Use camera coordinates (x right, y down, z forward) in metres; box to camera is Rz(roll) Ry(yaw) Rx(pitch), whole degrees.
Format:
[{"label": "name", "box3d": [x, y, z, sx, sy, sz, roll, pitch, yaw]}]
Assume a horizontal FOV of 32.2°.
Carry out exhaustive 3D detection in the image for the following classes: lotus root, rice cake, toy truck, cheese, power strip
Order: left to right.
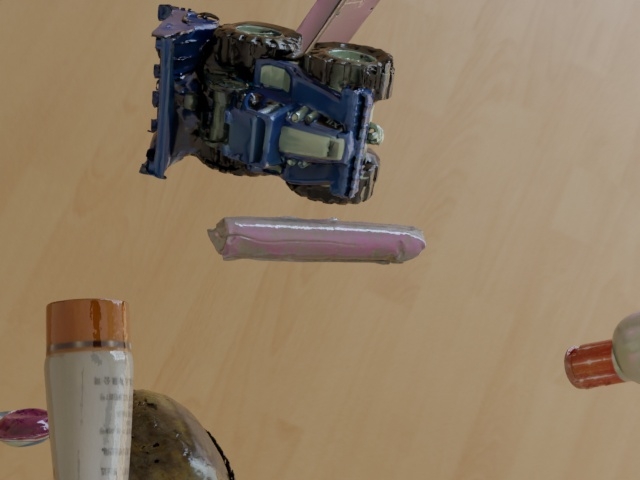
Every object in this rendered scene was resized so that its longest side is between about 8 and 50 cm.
[{"label": "cheese", "box3d": [-0.389, 0.238, 1.433, 0.095, 0.145, 0.038, -10, 99, -38]}, {"label": "lotus root", "box3d": [-0.249, 0.361, 1.742, 0.196, 0.397, 0.179, 36, 91, -29]}, {"label": "toy truck", "box3d": [-0.057, -0.097, 0.822, 0.208, 0.126, 0.113, 17, 115, 23]}, {"label": "rice cake", "box3d": [0.000, 0.000, 1.311, 0.269, 0.049, 0.055, 3, 52, -22]}, {"label": "power strip", "box3d": [0.006, -0.306, 1.651, 0.109, 0.279, 0.037, -21, 68, -48]}]

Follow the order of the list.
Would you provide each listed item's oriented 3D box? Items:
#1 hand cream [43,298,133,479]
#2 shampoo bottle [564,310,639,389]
[{"label": "hand cream", "box3d": [-0.226, 0.218, 1.114, 0.089, 0.140, 0.314, -6, 76, 1]}, {"label": "shampoo bottle", "box3d": [0.310, 0.093, 0.946, 0.108, 0.220, 0.051, 37, 55, -29]}]
